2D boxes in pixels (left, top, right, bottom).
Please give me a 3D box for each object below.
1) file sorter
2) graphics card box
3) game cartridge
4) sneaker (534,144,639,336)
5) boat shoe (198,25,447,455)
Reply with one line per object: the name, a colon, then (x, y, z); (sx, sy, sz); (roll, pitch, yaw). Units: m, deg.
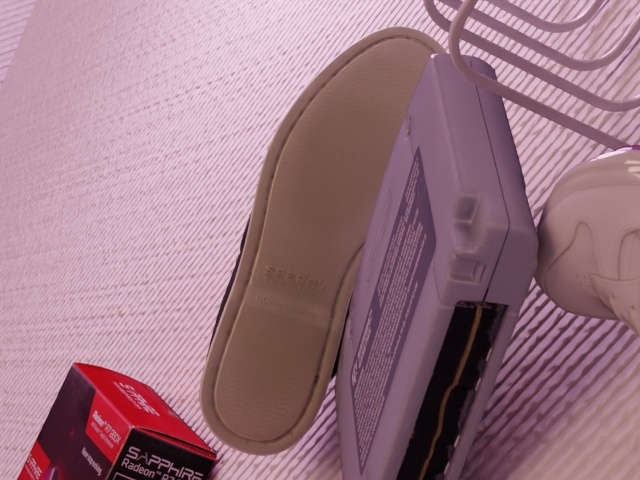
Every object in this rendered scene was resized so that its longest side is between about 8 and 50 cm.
file sorter: (0.156, -0.204, 0.992); (0.173, 0.193, 0.278); (-58, 25, 23)
graphics card box: (-0.237, 0.310, 1.413); (0.371, 0.094, 0.233); (-65, 24, 1)
game cartridge: (0.064, 0.042, 0.991); (0.196, 0.060, 0.294); (-101, 20, -48)
sneaker: (0.192, 0.031, 0.777); (0.305, 0.114, 0.152); (-7, 60, 63)
boat shoe: (0.004, 0.002, 1.195); (0.113, 0.127, 0.340); (119, 170, -80)
